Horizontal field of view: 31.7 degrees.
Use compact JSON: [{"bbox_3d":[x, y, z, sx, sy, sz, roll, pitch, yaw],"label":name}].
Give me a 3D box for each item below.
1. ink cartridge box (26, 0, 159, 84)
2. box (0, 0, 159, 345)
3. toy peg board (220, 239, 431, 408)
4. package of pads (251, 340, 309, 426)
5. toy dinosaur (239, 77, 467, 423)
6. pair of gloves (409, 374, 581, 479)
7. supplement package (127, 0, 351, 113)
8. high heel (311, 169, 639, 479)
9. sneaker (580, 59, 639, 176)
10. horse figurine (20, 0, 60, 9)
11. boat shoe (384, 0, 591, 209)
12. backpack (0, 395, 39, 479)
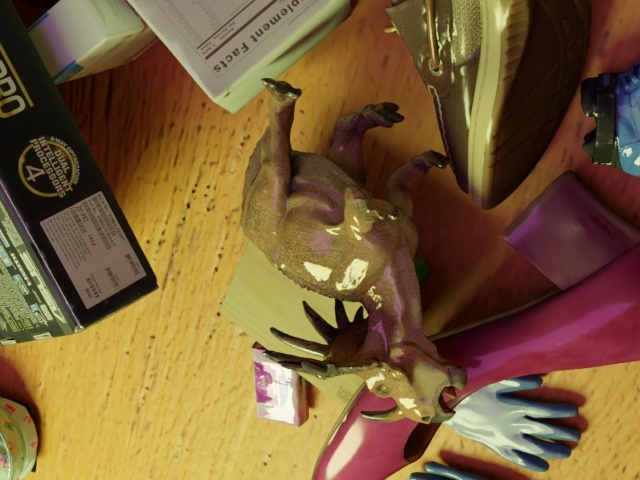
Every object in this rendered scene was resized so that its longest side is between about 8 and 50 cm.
[{"bbox_3d":[-0.189,-0.185,0.980,0.088,0.122,0.052,-30,92,32],"label":"ink cartridge box"},{"bbox_3d":[-0.328,-0.094,1.029,0.318,0.097,0.395,-16,103,57],"label":"box"},{"bbox_3d":[0.012,0.045,1.015,0.161,0.079,0.160,37,138,10],"label":"toy peg board"},{"bbox_3d":[-0.039,0.137,1.093,0.050,0.032,0.083,6,113,23],"label":"package of pads"},{"bbox_3d":[0.000,0.000,0.882,0.295,0.127,0.200,50,129,35],"label":"toy dinosaur"},{"bbox_3d":[0.154,0.204,1.031,0.159,0.023,0.198,11,114,24],"label":"pair of gloves"},{"bbox_3d":[-0.103,-0.236,0.880,0.139,0.134,0.244,-39,90,3],"label":"supplement package"},{"bbox_3d":[0.148,0.134,0.923,0.181,0.127,0.377,45,116,15],"label":"high heel"},{"bbox_3d":[0.237,-0.119,0.831,0.085,0.058,0.152,13,123,12],"label":"sneaker"},{"bbox_3d":[-0.265,-0.321,0.995,0.174,0.066,0.263,4,110,17],"label":"horse figurine"},{"bbox_3d":[0.111,-0.171,0.807,0.123,0.123,0.342,32,151,31],"label":"boat shoe"},{"bbox_3d":[-0.411,0.234,1.272,0.182,0.115,0.152,2,109,23],"label":"backpack"}]
